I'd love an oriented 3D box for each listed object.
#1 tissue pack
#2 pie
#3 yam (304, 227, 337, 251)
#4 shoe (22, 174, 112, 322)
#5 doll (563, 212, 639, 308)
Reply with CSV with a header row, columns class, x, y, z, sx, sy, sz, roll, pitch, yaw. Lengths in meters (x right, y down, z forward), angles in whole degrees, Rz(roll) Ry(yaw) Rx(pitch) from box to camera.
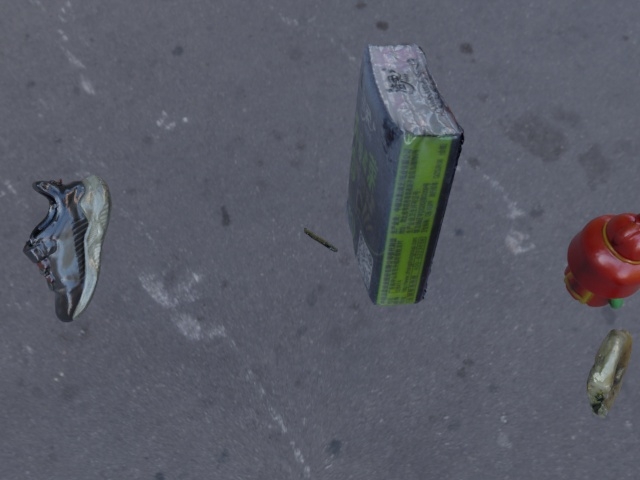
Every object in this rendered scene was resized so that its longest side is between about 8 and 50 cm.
class,x,y,z,sx,sy,sz,roll,pitch,yaw
tissue pack,0.131,-0.111,1.108,0.124,0.394,0.288,-5,44,-8
pie,0.645,0.285,1.362,0.052,0.218,0.185,16,61,36
yam,0.000,0.000,1.441,0.107,0.014,0.014,33,68,31
shoe,-0.387,0.007,0.915,0.112,0.099,0.228,12,91,-36
doll,0.658,0.037,1.389,0.160,0.363,0.183,-18,64,-11
